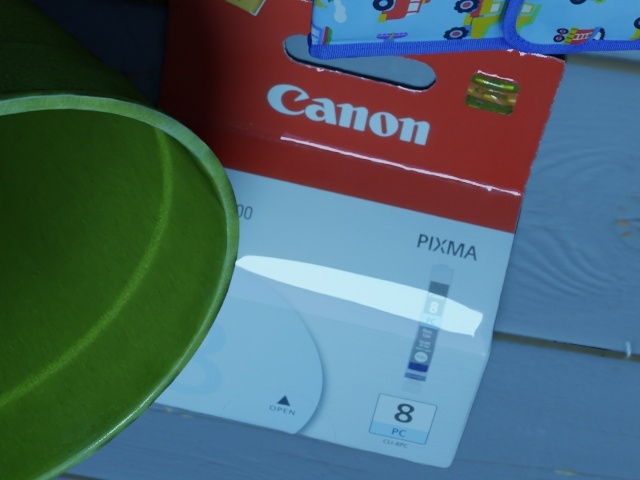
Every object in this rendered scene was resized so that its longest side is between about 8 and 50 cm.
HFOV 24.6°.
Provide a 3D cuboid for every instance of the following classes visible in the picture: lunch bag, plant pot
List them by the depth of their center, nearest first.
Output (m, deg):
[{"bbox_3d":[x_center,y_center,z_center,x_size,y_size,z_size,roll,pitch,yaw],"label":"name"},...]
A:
[{"bbox_3d":[0.149,-0.228,0.943,0.293,0.138,0.221,5,139,-6],"label":"lunch bag"},{"bbox_3d":[-0.301,-0.051,0.987,0.366,0.353,0.366,-26,144,-20],"label":"plant pot"}]

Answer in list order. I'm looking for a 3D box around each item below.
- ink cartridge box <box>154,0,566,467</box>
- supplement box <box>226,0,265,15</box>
[{"bbox_3d":[0.000,0.000,1.171,0.308,0.091,0.385,13,131,1],"label":"ink cartridge box"},{"bbox_3d":[-0.127,-0.247,1.009,0.233,0.078,0.080,24,129,-7],"label":"supplement box"}]
